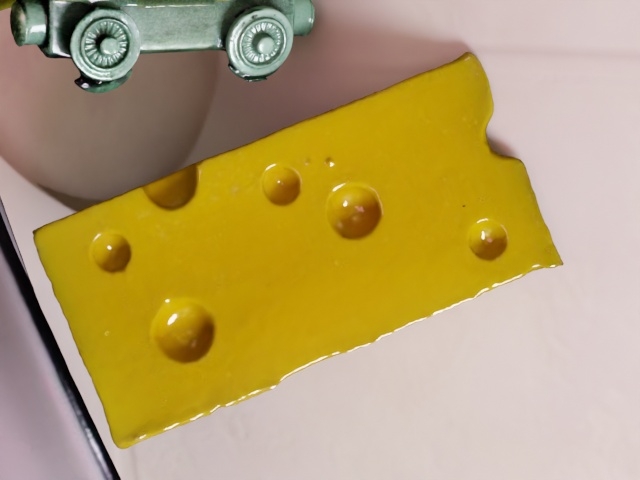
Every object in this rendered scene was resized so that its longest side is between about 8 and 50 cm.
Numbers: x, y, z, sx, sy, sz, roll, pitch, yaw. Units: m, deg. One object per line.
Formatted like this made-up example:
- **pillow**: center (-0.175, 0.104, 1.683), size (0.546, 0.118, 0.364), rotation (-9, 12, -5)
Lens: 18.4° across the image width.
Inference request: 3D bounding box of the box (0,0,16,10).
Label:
- **box**: center (-0.120, -0.209, 0.708), size (0.062, 0.175, 0.261), rotation (24, 119, 25)

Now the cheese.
- **cheese**: center (0.000, 0.000, 0.772), size (0.171, 0.126, 0.093), rotation (-22, 89, 18)

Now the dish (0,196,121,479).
- **dish**: center (-0.135, 0.088, 0.759), size (0.316, 0.106, 0.316), rotation (158, 90, -80)

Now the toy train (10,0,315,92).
- **toy train**: center (-0.057, -0.101, 0.750), size (0.050, 0.122, 0.081), rotation (40, 128, 56)
